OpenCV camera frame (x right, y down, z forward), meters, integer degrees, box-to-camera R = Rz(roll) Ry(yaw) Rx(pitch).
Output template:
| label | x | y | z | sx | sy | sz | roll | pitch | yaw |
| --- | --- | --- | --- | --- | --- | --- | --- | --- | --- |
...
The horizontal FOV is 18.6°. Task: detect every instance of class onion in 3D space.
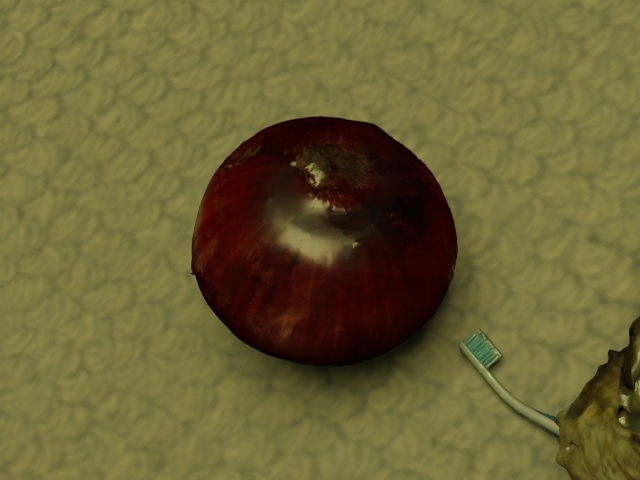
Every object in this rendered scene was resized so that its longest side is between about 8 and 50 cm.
| label | x | y | z | sx | sy | sz | roll | pitch | yaw |
| --- | --- | --- | --- | --- | --- | --- | --- | --- | --- |
| onion | 0.000 | 0.000 | 0.960 | 0.131 | 0.131 | 0.131 | -5 | 64 | 10 |

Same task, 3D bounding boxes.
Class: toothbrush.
| label | x | y | z | sx | sy | sz | roll | pitch | yaw |
| --- | --- | --- | --- | --- | --- | --- | --- | --- | --- |
| toothbrush | 0.121 | 0.102 | 0.945 | 0.017 | 0.014 | 0.162 | -47 | 63 | 10 |

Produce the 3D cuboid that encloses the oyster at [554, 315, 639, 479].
| label | x | y | z | sx | sy | sz | roll | pitch | yaw |
| --- | --- | --- | --- | --- | --- | --- | --- | --- | --- |
| oyster | 0.244 | 0.062 | 0.893 | 0.223 | 0.083 | 0.214 | 28 | 71 | 22 |
